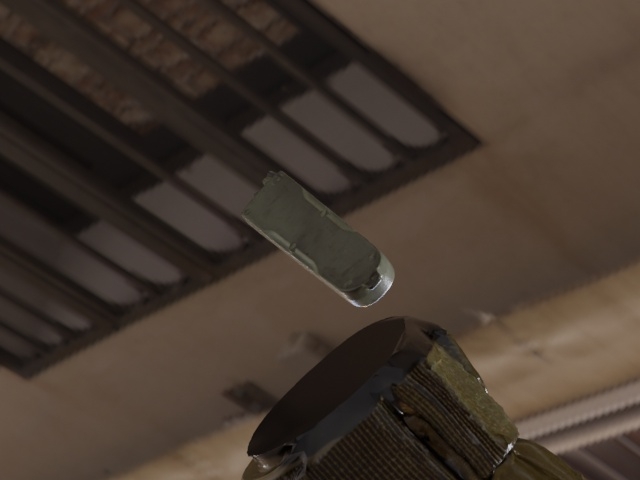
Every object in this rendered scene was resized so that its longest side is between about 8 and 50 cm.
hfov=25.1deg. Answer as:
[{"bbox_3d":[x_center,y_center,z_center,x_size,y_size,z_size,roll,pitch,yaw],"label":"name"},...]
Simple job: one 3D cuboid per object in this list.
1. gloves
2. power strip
[{"bbox_3d":[0.102,0.177,0.592,0.154,0.331,0.141,-39,-165,12],"label":"gloves"},{"bbox_3d":[-0.001,-0.001,1.775,0.080,0.048,0.286,-49,-139,-4],"label":"power strip"}]
